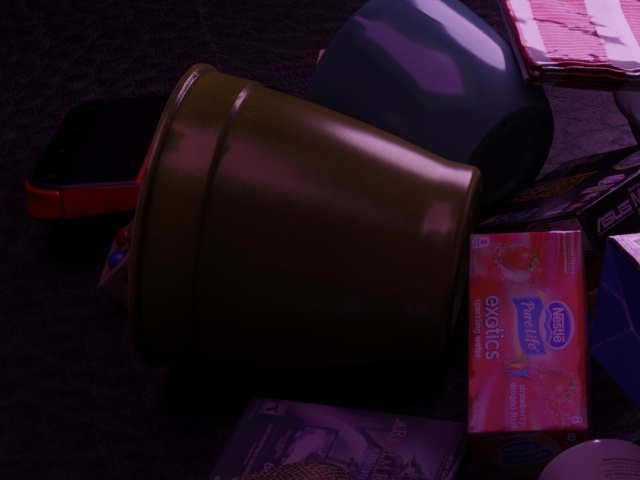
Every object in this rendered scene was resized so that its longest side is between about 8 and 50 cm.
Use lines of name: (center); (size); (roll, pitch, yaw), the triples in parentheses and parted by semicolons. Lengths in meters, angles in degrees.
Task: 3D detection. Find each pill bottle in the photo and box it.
pill bottle: (0.288, 0.309, 1.478); (0.131, 0.131, 0.229); (-11, 35, 1)

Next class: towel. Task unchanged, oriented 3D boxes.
towel: (0.406, -0.260, 2.010); (0.329, 0.037, 0.237); (2, 34, -7)

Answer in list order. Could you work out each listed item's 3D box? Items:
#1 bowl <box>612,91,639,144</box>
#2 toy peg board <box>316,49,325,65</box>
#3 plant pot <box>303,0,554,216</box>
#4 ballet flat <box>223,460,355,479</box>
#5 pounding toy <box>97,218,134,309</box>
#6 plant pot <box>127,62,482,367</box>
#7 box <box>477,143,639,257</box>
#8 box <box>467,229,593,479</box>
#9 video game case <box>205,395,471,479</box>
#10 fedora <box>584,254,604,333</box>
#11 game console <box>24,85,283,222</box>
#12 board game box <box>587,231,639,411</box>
bowl: (0.537, -0.156, 2.045); (0.297, 0.134, 0.298); (-8, 36, 6)
toy peg board: (0.065, -0.198, 2.305); (0.160, 0.079, 0.161); (9, 38, 2)
plant pot: (0.159, -0.155, 2.039); (0.293, 0.293, 0.235); (-32, 53, -26)
ballet flat: (-0.182, 0.325, 1.588); (0.482, 0.164, 0.182); (-14, 17, -4)
pounding toy: (-0.221, -0.005, 2.024); (0.141, 0.100, 0.130); (-42, 22, 31)
plant pot: (0.000, 0.000, 1.837); (0.353, 0.366, 0.366); (10, 40, 10)
box: (0.319, -0.044, 1.908); (0.216, 0.060, 0.270); (-32, 10, -26)
box: (0.229, 0.124, 1.700); (0.128, 0.123, 0.257); (-3, 54, 11)
video game case: (0.014, 0.259, 1.718); (0.274, 0.026, 0.196); (4, 39, 22)
fedora: (0.334, 0.053, 1.863); (0.194, 0.079, 0.194); (-8, 36, 6)
game console: (-0.229, -0.128, 2.241); (0.342, 0.060, 0.386); (-4, 24, 4)
board game box: (0.452, 0.095, 1.546); (0.291, 0.141, 0.232); (-6, 31, -19)
